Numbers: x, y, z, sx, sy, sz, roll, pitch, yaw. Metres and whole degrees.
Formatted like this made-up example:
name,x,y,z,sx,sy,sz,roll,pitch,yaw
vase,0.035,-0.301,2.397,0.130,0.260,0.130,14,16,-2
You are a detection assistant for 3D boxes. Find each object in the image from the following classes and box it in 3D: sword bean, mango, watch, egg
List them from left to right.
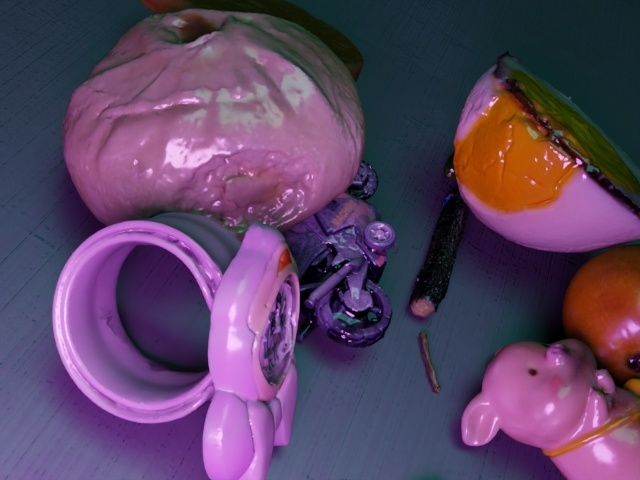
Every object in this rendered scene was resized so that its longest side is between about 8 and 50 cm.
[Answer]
name,x,y,z,sx,sy,sz,roll,pitch,yaw
watch,-0.136,0.095,0.763,0.218,0.248,0.211,6,9,13
sword bean,0.135,0.151,0.956,0.012,0.012,0.083,6,51,-21
egg,0.321,-0.095,1.126,0.337,0.201,0.337,31,33,-23
mango,0.454,0.100,1.046,0.317,0.173,0.211,-17,58,-49

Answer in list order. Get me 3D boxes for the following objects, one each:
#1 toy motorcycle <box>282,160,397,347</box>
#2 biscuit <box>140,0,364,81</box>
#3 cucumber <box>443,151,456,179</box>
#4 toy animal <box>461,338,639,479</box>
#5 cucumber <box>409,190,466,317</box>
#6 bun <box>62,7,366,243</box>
name,x,y,z,sx,sy,sz,roll,pitch,yaw
toy motorcycle,0.000,0.000,0.967,0.174,0.108,0.307,6,49,-9
biscuit,-0.101,-0.332,1.192,0.352,0.057,0.312,21,26,-9
cucumber,0.287,-0.161,1.274,0.056,0.056,0.284,45,47,16
toy animal,0.307,0.210,0.896,0.248,0.149,0.165,33,30,15
cucumber,0.173,0.010,1.076,0.044,0.043,0.256,31,44,-5
bun,-0.129,-0.162,0.909,0.365,0.202,0.364,-1,40,1
